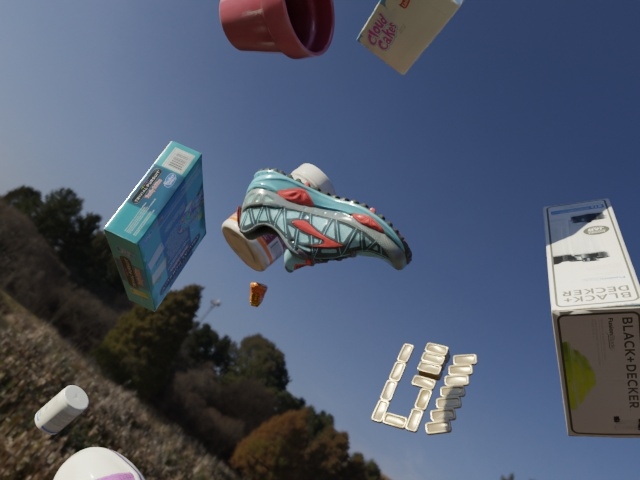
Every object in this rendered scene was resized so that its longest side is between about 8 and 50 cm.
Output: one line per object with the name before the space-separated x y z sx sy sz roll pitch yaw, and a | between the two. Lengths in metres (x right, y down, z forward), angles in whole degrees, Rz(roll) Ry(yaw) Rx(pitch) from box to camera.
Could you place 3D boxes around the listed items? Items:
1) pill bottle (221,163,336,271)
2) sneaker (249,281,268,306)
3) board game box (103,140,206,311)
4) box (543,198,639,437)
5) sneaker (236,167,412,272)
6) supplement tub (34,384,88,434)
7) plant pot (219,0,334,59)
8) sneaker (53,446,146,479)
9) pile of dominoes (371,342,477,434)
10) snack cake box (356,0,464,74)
pill bottle | -0.141 -0.092 2.023 0.224 0.392 0.224 38 -25 21
sneaker | -0.226 0.197 2.031 0.064 0.067 0.175 12 -26 2
board game box | -0.360 -0.021 1.279 0.079 0.254 0.336 24 -31 5
box | 0.332 0.078 0.692 0.087 0.290 0.169 -7 -67 22
sneaker | 0.000 0.000 0.807 0.262 0.125 0.104 23 -12 17
supplement tub | -0.608 0.399 1.322 0.071 0.107 0.071 49 11 -13
plant pot | -0.095 -0.463 1.137 0.180 0.201 0.201 1 -39 30
sneaker | -0.183 0.246 0.407 0.282 0.102 0.161 54 -11 50
pile of dominoes | 0.261 0.367 1.381 0.196 0.251 0.040 8 -42 31
snack cake box | 0.165 -0.378 0.771 0.089 0.264 0.152 33 -24 -9
